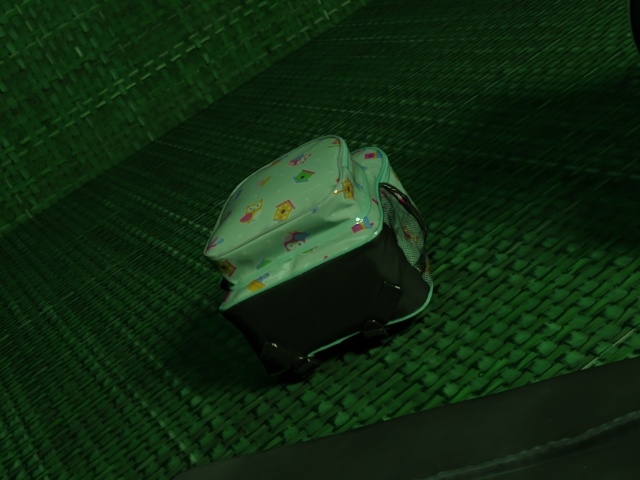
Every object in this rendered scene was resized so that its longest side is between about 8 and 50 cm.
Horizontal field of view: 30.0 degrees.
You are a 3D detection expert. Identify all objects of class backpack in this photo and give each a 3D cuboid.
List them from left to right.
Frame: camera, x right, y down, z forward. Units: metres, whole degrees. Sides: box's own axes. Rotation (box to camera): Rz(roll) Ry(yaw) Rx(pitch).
[{"bbox_3d":[0.000,0.000,0.978,0.166,0.144,0.188,-29,15,19],"label":"backpack"}]

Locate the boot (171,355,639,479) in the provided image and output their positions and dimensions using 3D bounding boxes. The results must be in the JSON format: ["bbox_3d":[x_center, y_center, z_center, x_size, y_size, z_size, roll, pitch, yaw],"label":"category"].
[{"bbox_3d":[0.083,0.159,0.419,0.445,0.146,0.367,-18,13,24],"label":"boot"}]

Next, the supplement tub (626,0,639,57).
[{"bbox_3d":[0.318,-0.156,0.823,0.191,0.191,0.272,-25,19,14],"label":"supplement tub"}]
